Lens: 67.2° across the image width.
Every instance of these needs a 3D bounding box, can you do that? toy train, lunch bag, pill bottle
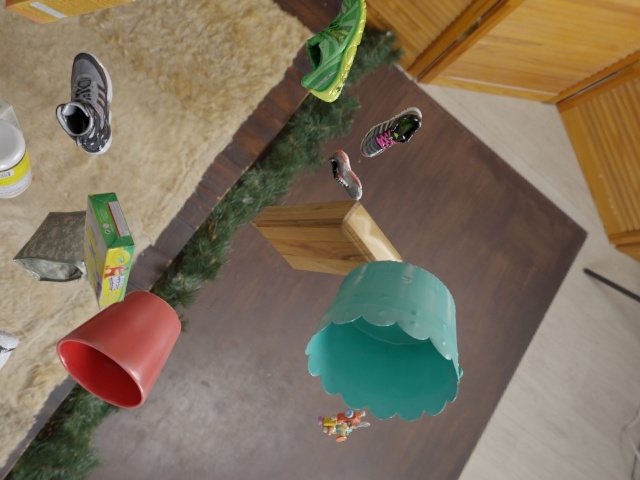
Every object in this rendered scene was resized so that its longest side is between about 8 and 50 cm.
[{"bbox_3d":[0.063,0.463,1.196,0.125,0.166,0.046,-10,56,14],"label":"toy train"},{"bbox_3d":[-0.883,0.022,1.722,0.287,0.169,0.235,-1,50,23],"label":"lunch bag"},{"bbox_3d":[-0.693,-0.166,1.039,0.117,0.215,0.117,8,71,-24],"label":"pill bottle"}]

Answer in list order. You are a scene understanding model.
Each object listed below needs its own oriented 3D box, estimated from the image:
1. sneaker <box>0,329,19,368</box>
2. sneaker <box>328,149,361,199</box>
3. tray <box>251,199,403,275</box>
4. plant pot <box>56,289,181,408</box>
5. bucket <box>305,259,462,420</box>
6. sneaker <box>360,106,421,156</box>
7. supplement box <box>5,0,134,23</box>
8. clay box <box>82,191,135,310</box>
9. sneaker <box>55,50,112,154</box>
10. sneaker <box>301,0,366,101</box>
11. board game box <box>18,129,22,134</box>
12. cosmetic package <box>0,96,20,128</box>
[{"bbox_3d":[-1.237,0.376,1.603,0.366,0.137,0.210,19,77,-21],"label":"sneaker"},{"bbox_3d":[0.063,-0.181,1.404,0.065,0.061,0.157,-37,106,-34],"label":"sneaker"},{"bbox_3d":[0.000,0.000,1.260,0.203,0.411,0.076,50,63,-26],"label":"tray"},{"bbox_3d":[-0.545,0.291,1.368,0.275,0.275,0.243,40,41,-8],"label":"plant pot"},{"bbox_3d":[0.128,0.186,0.916,0.281,0.281,0.183,37,40,-9],"label":"bucket"},{"bbox_3d":[0.172,-0.255,1.157,0.170,0.075,0.063,-32,113,11],"label":"sneaker"},{"bbox_3d":[-0.426,-0.435,0.820,0.234,0.080,0.078,2,90,26],"label":"supplement box"},{"bbox_3d":[-0.410,0.028,0.921,0.053,0.222,0.127,-12,61,-35],"label":"clay box"},{"bbox_3d":[-0.604,-0.362,1.235,0.101,0.153,0.268,-4,94,-5],"label":"sneaker"},{"bbox_3d":[0.032,-0.493,1.189,0.124,0.109,0.295,19,78,-7],"label":"sneaker"},{"bbox_3d":[-1.108,-0.431,1.367,0.050,0.390,0.389,-17,105,24],"label":"board game box"},{"bbox_3d":[-0.792,-0.302,1.195,0.041,0.115,0.060,39,65,-9],"label":"cosmetic package"}]
